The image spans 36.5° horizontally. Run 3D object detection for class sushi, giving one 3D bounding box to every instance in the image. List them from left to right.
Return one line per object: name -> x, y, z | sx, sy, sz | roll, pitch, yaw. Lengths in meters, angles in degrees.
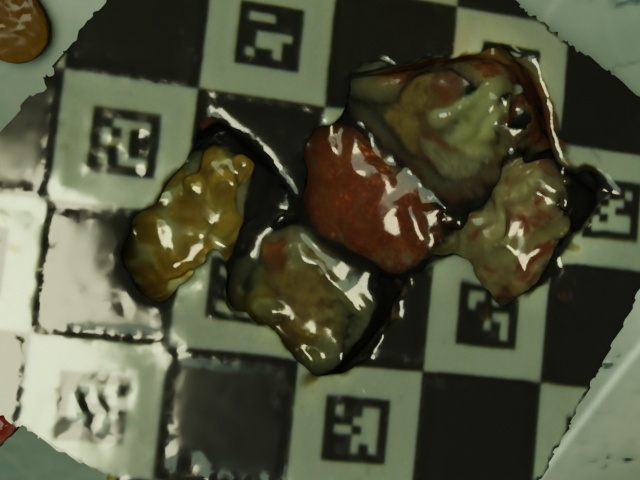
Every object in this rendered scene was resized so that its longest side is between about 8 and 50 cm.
sushi -> 0.000, 0.000, 0.461 | 0.294, 0.059, 0.292 | 34, 80, -8

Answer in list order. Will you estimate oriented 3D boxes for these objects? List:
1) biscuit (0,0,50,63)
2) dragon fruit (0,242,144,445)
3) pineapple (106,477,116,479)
biscuit -> -0.195, -0.134, 0.471 | 0.205, 0.031, 0.138 | -41, 118, 15
dragon fruit -> -0.171, 0.008, 0.490 | 0.161, 0.120, 0.127 | 34, 105, -7
pineapple -> -0.102, 0.104, 0.555 | 0.114, 0.077, 0.114 | -44, 91, 14
